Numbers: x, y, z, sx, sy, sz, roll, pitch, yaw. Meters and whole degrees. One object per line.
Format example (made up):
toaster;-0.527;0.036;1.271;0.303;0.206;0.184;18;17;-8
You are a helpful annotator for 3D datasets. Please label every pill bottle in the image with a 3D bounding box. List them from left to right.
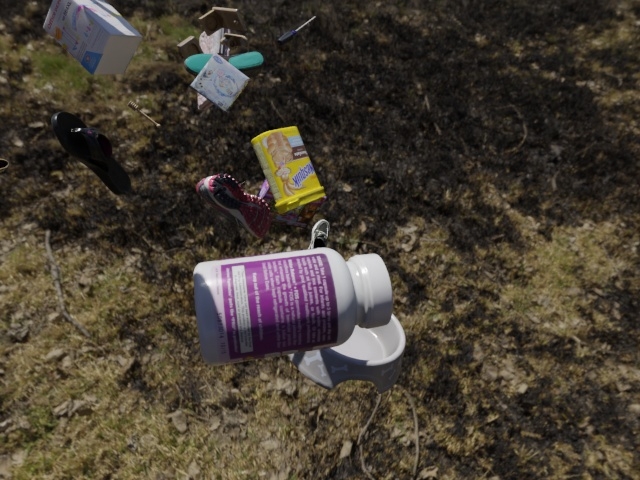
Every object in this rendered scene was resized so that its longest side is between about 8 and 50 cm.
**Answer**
pill bottle;-0.044;0.101;0.742;0.302;0.169;0.169;-7;51;-11

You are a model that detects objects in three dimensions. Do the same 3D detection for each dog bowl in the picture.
dog bowl;0.077;0.264;1.260;0.349;0.102;0.348;14;28;-8

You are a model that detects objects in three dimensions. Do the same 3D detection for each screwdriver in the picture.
screwdriver;-0.059;-0.571;1.216;0.024;0.025;0.170;41;65;-1

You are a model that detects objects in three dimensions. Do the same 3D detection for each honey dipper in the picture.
honey dipper;-0.789;-0.562;2.027;0.161;0.031;0.030;38;45;-25

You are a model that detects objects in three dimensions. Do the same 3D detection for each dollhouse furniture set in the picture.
dollhouse furniture set;-0.282;-0.525;1.230;0.151;0.144;0.123;-45;48;-18

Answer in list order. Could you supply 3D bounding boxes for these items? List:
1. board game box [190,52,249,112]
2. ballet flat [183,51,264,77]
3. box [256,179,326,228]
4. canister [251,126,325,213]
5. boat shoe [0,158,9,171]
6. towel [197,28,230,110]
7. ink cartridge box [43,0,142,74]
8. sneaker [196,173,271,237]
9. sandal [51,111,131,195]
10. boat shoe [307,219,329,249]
board game box;-0.216;-0.339;0.971;0.090;0.020;0.090;36;87;-10
ballet flat;-0.238;-0.424;1.122;0.203;0.074;0.074;-17;53;-25
box;-0.147;-0.160;1.995;0.294;0.200;0.057;9;41;-35
canister;-0.070;-0.156;0.991;0.126;0.073;0.169;-28;97;-48
boat shoe;-0.913;-0.204;1.214;0.045;0.050;0.135;-11;9;26
towel;-0.455;-0.745;1.898;0.054;0.317;0.331;3;90;-31
ink cartridge box;-0.430;-0.394;0.841;0.143;0.092;0.090;43;29;-2
sneaker;-0.274;-0.116;1.493;0.112;0.299;0.120;-1;56;39
sandal;-0.878;-0.353;1.802;0.107;0.445;0.167;-14;59;8
boat shoe;0.000;0.000;1.884;0.078;0.070;0.219;27;59;-15
